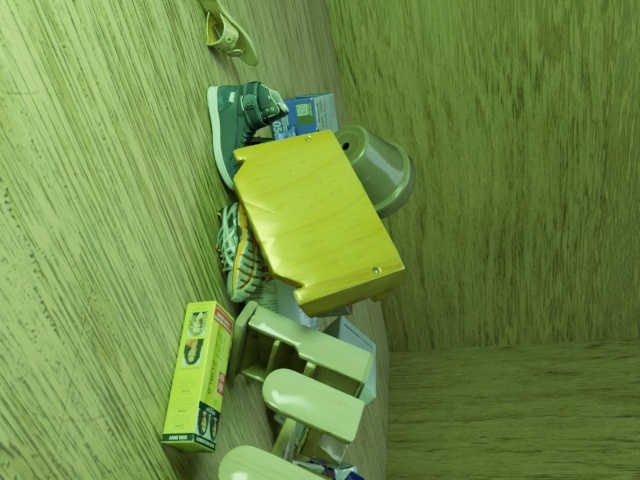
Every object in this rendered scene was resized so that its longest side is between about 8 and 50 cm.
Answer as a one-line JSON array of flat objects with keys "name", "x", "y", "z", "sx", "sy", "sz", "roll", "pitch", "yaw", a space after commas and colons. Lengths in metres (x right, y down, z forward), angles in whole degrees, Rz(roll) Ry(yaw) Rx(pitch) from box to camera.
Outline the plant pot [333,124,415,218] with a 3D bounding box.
[{"name": "plant pot", "x": 0.125, "y": -0.221, "z": 1.500, "sx": 0.229, "sy": 0.263, "sz": 0.263, "roll": 36, "pitch": 47, "yaw": -50}]

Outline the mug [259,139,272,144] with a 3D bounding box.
[{"name": "mug", "x": -0.123, "y": -0.144, "z": 1.206, "sx": 0.129, "sy": 0.097, "sz": 0.158, "roll": 31, "pitch": 61, "yaw": -46}]

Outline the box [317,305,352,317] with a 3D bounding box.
[{"name": "box", "x": 0.022, "y": 0.124, "z": 1.656, "sx": 0.127, "sy": 0.148, "sz": 0.232, "roll": 62, "pitch": 24, "yaw": -56}]

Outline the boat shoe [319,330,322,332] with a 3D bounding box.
[{"name": "boat shoe", "x": 0.018, "y": 0.443, "z": 1.558, "sx": 0.127, "sy": 0.113, "sz": 0.340, "roll": 59, "pitch": 28, "yaw": -60}]

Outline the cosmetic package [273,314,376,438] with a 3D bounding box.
[{"name": "cosmetic package", "x": 0.019, "y": 0.350, "z": 1.257, "sx": 0.138, "sy": 0.224, "sz": 0.225, "roll": 42, "pitch": 19, "yaw": -8}]

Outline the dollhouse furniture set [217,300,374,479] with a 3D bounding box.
[{"name": "dollhouse furniture set", "x": -0.095, "y": 0.325, "z": 0.820, "sx": 0.394, "sy": 0.256, "sz": 0.362, "roll": -59, "pitch": 168, "yaw": -51}]

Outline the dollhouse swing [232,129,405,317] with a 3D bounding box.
[{"name": "dollhouse swing", "x": -0.014, "y": 0.000, "z": 1.088, "sx": 0.347, "sy": 0.315, "sz": 0.305, "roll": 64, "pitch": -23, "yaw": 21}]

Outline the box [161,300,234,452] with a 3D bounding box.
[{"name": "box", "x": -0.199, "y": 0.224, "z": 0.833, "sx": 0.087, "sy": 0.058, "sz": 0.232, "roll": 65, "pitch": 22, "yaw": -53}]

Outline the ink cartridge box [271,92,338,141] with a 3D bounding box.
[{"name": "ink cartridge box", "x": -0.041, "y": -0.321, "z": 1.585, "sx": 0.395, "sy": 0.151, "sz": 0.270, "roll": -63, "pitch": 146, "yaw": -69}]

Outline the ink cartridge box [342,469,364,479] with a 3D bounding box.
[{"name": "ink cartridge box", "x": -0.013, "y": 0.617, "z": 0.991, "sx": 0.333, "sy": 0.065, "sz": 0.165, "roll": -47, "pitch": 148, "yaw": -12}]

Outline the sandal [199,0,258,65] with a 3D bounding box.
[{"name": "sandal", "x": -0.225, "y": -0.457, "z": 1.078, "sx": 0.079, "sy": 0.088, "sz": 0.240, "roll": -55, "pitch": 141, "yaw": -21}]

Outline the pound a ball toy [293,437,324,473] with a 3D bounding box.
[{"name": "pound a ball toy", "x": -0.067, "y": 0.575, "z": 1.163, "sx": 0.208, "sy": 0.135, "sz": 0.319, "roll": 56, "pitch": 0, "yaw": 31}]

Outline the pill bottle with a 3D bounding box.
[{"name": "pill bottle", "x": -0.087, "y": 0.174, "z": 1.122, "sx": 0.160, "sy": 0.160, "sz": 0.283, "roll": -6, "pitch": 90, "yaw": -77}]

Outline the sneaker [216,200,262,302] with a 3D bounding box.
[{"name": "sneaker", "x": -0.170, "y": 0.021, "z": 1.010, "sx": 0.084, "sy": 0.083, "sz": 0.215, "roll": 43, "pitch": 43, "yaw": -60}]

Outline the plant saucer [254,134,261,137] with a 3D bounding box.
[{"name": "plant saucer", "x": -0.163, "y": -0.236, "z": 1.322, "sx": 0.083, "sy": 0.013, "sz": 0.084, "roll": -7, "pitch": 90, "yaw": -76}]

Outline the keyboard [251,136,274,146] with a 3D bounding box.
[{"name": "keyboard", "x": -0.125, "y": -0.185, "z": 1.277, "sx": 0.023, "sy": 0.108, "sz": 0.180, "roll": -54, "pitch": 136, "yaw": -35}]

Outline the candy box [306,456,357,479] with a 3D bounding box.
[{"name": "candy box", "x": 0.027, "y": 0.683, "z": 1.342, "sx": 0.196, "sy": 0.070, "sz": 0.165, "roll": -27, "pitch": -117, "yaw": 60}]

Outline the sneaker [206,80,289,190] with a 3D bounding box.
[{"name": "sneaker", "x": -0.145, "y": -0.224, "z": 1.065, "sx": 0.086, "sy": 0.163, "sz": 0.226, "roll": -50, "pitch": 134, "yaw": -75}]
